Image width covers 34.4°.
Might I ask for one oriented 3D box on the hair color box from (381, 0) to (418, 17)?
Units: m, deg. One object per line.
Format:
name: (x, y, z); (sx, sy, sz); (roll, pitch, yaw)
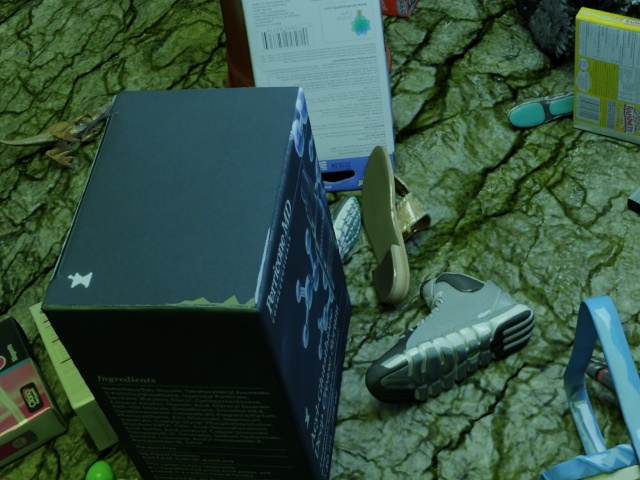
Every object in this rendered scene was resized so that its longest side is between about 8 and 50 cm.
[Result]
hair color box: (0.094, -0.421, 1.745); (0.141, 0.043, 0.072); (13, 54, 23)

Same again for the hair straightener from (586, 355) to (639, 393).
hair straightener: (0.380, 0.188, 1.162); (0.230, 0.089, 0.047); (26, 101, 43)

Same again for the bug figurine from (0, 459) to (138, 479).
bug figurine: (-0.305, 0.354, 1.149); (0.279, 0.072, 0.216); (-11, 49, 3)

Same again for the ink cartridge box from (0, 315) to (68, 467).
ink cartridge box: (-0.517, 0.253, 1.288); (0.371, 0.069, 0.175); (-30, 51, -11)

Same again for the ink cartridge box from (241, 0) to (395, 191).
ink cartridge box: (0.004, -0.220, 1.446); (0.186, 0.311, 0.065); (-5, 23, 7)

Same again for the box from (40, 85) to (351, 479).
box: (-0.106, 0.073, 1.133); (0.212, 0.395, 0.293); (0, 51, 12)

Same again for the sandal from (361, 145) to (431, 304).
sandal: (0.112, -0.016, 1.393); (0.079, 0.088, 0.240); (11, 53, -20)

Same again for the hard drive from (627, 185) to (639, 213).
hard drive: (0.488, -0.069, 1.378); (0.135, 0.022, 0.094); (-41, 54, -22)

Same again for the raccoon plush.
raccoon plush: (0.474, -0.400, 1.500); (0.299, 0.216, 0.446); (-23, 27, -8)

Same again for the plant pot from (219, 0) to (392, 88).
plant pot: (-0.040, -0.358, 1.573); (0.273, 0.265, 0.272); (-6, 50, 7)

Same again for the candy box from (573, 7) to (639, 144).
candy box: (0.398, -0.220, 1.402); (0.105, 0.205, 0.027); (17, 57, 24)

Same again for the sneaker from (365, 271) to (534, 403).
sneaker: (0.136, 0.110, 1.269); (0.229, 0.086, 0.132); (-20, 43, -19)

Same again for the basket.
basket: (0.301, 0.224, 1.016); (0.201, 0.254, 0.288); (-11, 60, 5)

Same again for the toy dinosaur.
toy dinosaur: (-0.422, -0.162, 1.632); (0.212, 0.064, 0.112); (-18, 30, -16)

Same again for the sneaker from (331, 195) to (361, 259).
sneaker: (0.000, 0.000, 1.396); (0.076, 0.065, 0.166); (11, 51, 25)

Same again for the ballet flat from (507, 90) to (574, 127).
ballet flat: (0.326, -0.192, 1.512); (0.114, 0.041, 0.041); (-14, 49, -1)

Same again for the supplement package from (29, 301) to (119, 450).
supplement package: (-0.275, 0.150, 1.294); (0.105, 0.105, 0.179); (-27, 50, -11)
